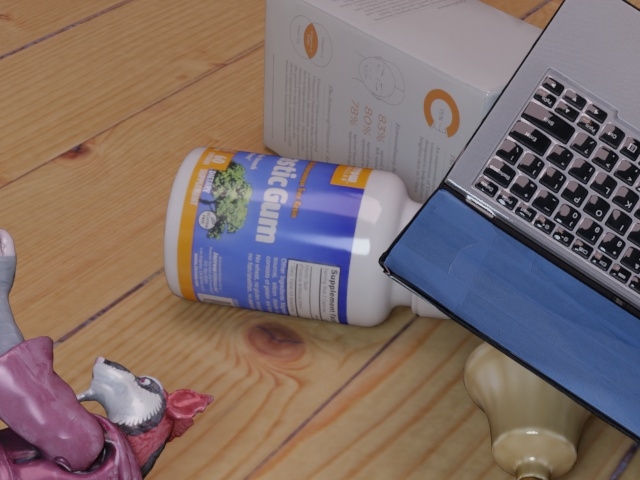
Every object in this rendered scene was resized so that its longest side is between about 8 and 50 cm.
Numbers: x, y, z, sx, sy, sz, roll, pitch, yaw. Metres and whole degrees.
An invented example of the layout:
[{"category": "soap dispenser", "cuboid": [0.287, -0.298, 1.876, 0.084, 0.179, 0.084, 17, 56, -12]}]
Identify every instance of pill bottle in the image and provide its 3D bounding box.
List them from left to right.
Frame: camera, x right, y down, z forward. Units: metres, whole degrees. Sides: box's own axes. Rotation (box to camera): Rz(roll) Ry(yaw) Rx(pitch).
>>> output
[{"category": "pill bottle", "cuboid": [0.000, 0.000, 1.144, 0.272, 0.152, 0.152, 8, 34, 9]}]

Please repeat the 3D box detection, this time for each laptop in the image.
[{"category": "laptop", "cuboid": [0.301, -0.013, 0.984, 0.382, 0.236, 0.408, 34, 77, 4]}]

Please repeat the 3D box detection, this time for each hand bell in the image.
[{"category": "hand bell", "cuboid": [0.161, 0.199, 0.921, 0.126, 0.126, 0.242, 7, 46, 7]}]

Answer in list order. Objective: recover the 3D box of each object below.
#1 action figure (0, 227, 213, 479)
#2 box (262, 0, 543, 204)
[{"category": "action figure", "cuboid": [-0.232, 0.174, 0.775, 0.370, 0.248, 0.275, -18, 39, -21]}, {"category": "box", "cuboid": [0.105, -0.151, 1.320, 0.168, 0.215, 0.345, -22, 41, -33]}]
